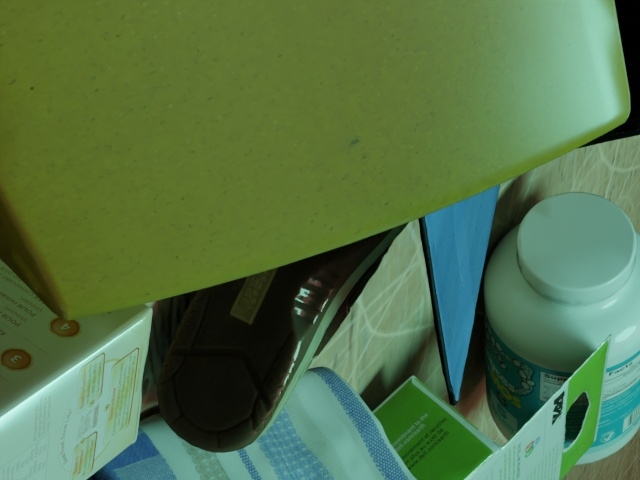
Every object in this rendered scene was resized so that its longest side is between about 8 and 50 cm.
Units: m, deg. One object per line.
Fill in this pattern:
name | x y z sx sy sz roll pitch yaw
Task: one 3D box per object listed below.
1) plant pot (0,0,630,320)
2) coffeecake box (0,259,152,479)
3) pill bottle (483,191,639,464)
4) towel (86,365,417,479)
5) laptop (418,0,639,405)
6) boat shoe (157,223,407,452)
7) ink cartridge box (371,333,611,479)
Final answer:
plant pot | -0.058 -0.105 0.493 0.187 0.212 0.212 -35 134 -18
coffeecake box | -0.170 0.056 0.536 0.185 0.142 0.068 -36 146 -46
pill bottle | 0.209 0.071 1.358 0.146 0.146 0.264 -51 155 -24
towel | -0.008 0.173 0.949 0.034 0.209 0.285 -43 164 24
laptop | 0.187 -0.151 0.804 0.236 0.408 0.382 35 58 -37
boat shoe | -0.007 -0.004 0.907 0.257 0.095 0.095 -56 171 2
ink cartridge box | 0.107 0.176 1.274 0.255 0.097 0.189 -42 152 -21
